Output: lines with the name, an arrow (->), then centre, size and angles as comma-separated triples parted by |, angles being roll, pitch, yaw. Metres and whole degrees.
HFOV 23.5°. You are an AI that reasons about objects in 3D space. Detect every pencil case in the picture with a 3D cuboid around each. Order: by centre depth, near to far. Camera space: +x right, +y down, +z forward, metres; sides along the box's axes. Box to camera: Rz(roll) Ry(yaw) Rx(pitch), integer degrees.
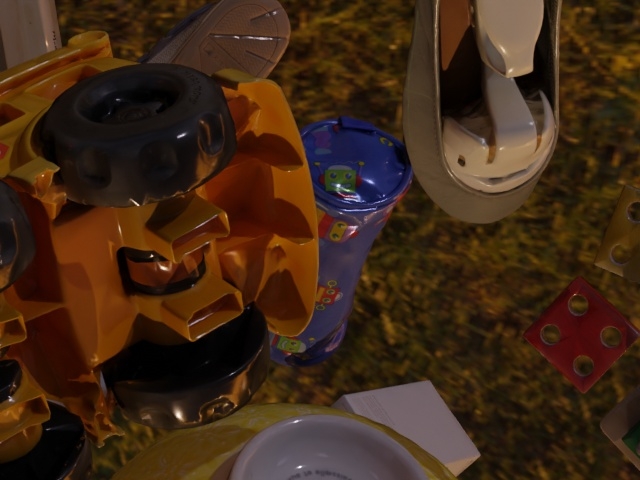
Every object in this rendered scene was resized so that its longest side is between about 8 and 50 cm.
pencil case -> 0.000, 0.000, 1.527 | 0.119, 0.306, 0.133 | 17, 52, -3

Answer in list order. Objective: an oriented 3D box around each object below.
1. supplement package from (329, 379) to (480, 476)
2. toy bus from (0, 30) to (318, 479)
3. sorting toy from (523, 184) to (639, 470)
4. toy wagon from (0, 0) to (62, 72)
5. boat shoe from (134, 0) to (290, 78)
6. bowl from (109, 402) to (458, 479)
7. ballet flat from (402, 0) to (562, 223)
supplement package -> 0.066, 0.224, 1.618 | 0.105, 0.179, 0.105 | -46, 68, 25
toy bus -> -0.144, -0.001, 0.671 | 0.220, 0.211, 0.149 | -32, 133, -31
sorting toy -> 0.222, 0.095, 0.776 | 0.274, 0.046, 0.132 | 48, 111, 12
toy wagon -> -0.321, -0.082, 0.893 | 0.345, 0.068, 0.267 | -8, 97, 6
boat shoe -> -0.146, -0.122, 1.429 | 0.103, 0.092, 0.285 | 43, 87, -19
bowl -> -0.008, 0.191, 0.870 | 0.290, 0.289, 0.156 | -2, 137, -19
ballet flat -> 0.073, -0.074, 0.669 | 0.072, 0.068, 0.213 | -13, 131, -7
